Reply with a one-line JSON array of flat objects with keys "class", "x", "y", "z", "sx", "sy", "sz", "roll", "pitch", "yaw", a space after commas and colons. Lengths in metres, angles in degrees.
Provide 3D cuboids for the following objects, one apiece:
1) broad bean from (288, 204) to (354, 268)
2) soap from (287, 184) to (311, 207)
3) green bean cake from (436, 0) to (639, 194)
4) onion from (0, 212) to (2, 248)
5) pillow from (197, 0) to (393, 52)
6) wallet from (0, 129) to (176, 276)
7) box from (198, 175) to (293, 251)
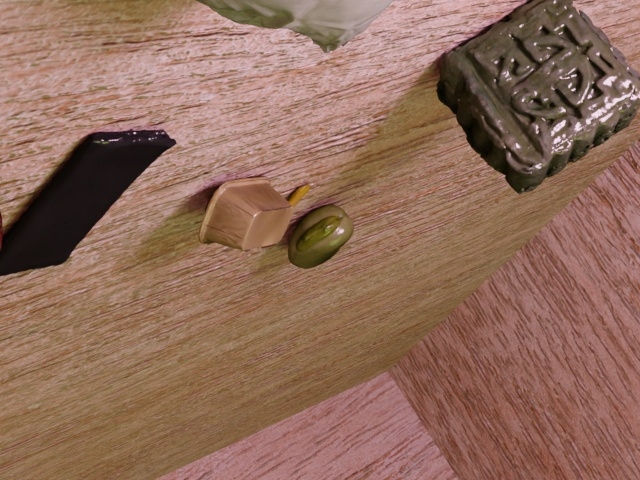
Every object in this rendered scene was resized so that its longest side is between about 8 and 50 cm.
[{"class": "broad bean", "x": 0.000, "y": 0.000, "z": 2.250, "sx": 0.124, "sy": 0.082, "sz": 0.174, "roll": -28, "pitch": 162, "yaw": -25}, {"class": "soap", "x": -0.046, "y": -0.066, "z": 2.088, "sx": 0.034, "sy": 0.012, "sz": 0.089, "roll": -15, "pitch": 157, "yaw": -49}, {"class": "green bean cake", "x": 0.334, "y": -0.230, "z": 1.925, "sx": 0.255, "sy": 0.241, "sz": 0.132, "roll": -31, "pitch": 166, "yaw": -7}, {"class": "onion", "x": -0.445, "y": 0.018, "z": 1.285, "sx": 0.248, "sy": 0.161, "sz": 0.248, "roll": -40, "pitch": 172, "yaw": -7}, {"class": "pillow", "x": 0.023, "y": -0.318, "z": 1.186, "sx": 0.310, "sy": 0.138, "sz": 0.283, "roll": -45, "pitch": 148, "yaw": 22}, {"class": "wallet", "x": -0.312, "y": -0.047, "z": 1.594, "sx": 0.285, "sy": 0.030, "sz": 0.146, "roll": -44, "pitch": 158, "yaw": 30}, {"class": "box", "x": -0.117, "y": -0.040, "z": 1.890, "sx": 0.111, "sy": 0.111, "sz": 0.177, "roll": -40, "pitch": 167, "yaw": 24}]
